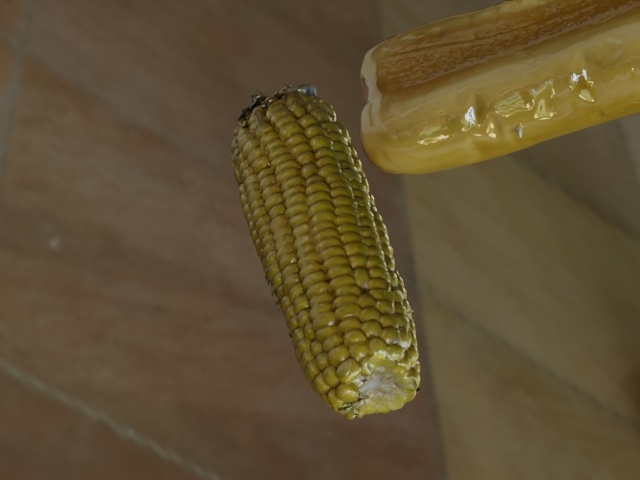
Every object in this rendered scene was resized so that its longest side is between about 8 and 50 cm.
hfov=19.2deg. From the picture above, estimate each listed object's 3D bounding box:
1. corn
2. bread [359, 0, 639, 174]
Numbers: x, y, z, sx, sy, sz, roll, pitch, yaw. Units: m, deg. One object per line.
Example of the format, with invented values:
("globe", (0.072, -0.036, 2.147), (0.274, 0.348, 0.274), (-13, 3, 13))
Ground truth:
("corn", (0.000, 0.000, 1.489), (0.115, 0.115, 0.318), (22, 34, -37))
("bread", (0.173, -0.130, 1.418), (0.142, 0.305, 0.091), (-90, 158, -47))
